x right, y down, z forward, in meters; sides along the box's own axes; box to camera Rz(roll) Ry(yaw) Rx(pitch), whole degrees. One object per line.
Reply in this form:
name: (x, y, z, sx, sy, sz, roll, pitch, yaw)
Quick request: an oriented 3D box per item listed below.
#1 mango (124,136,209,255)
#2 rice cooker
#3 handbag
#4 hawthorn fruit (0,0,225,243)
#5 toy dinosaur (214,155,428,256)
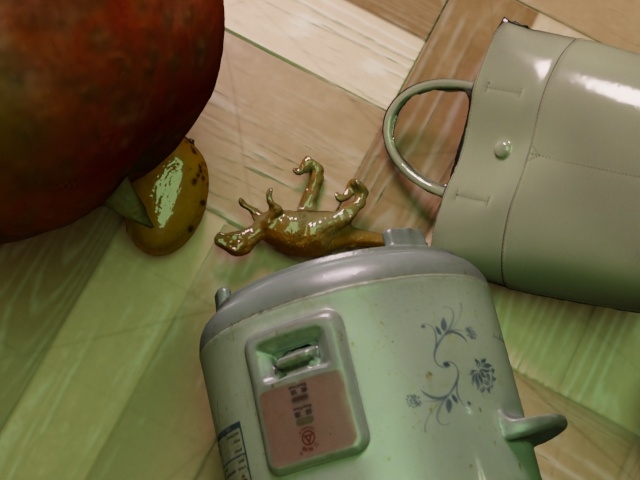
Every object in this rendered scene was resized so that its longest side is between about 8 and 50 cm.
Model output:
mango: (-0.139, -0.042, 1.301, 0.079, 0.057, 0.114, 12, 76, -11)
rice cooker: (0.042, 0.162, 1.164, 0.317, 0.264, 0.316, -4, 77, 19)
handbag: (0.203, -0.068, 1.298, 0.315, 0.109, 0.241, 15, 88, 32)
hawthorn fruit: (-0.250, -0.171, 1.173, 0.403, 0.403, 0.402, 2, 74, -7)
toy dinosaur: (0.000, 0.000, 1.320, 0.162, 0.039, 0.126, 39, 74, -3)
